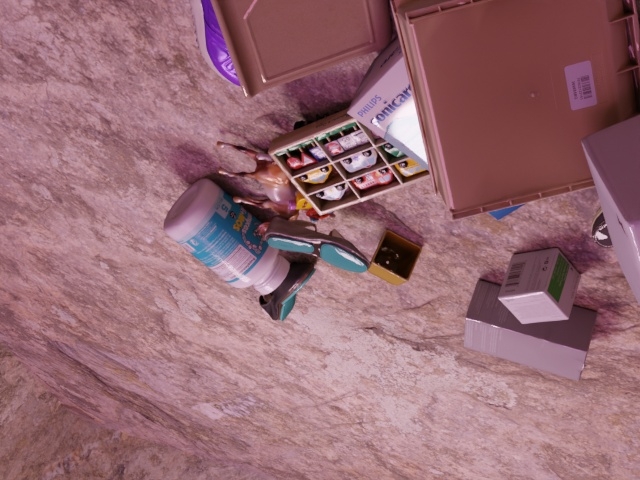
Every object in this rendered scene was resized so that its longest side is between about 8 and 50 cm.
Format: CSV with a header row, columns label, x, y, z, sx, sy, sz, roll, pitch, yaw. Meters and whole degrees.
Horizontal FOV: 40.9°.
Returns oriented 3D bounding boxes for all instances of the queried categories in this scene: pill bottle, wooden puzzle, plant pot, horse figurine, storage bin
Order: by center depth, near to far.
label,x,y,z,sx,sy,sz,roll,pitch,yaw
storage bin,0.244,-0.189,1.039,0.261,0.123,0.262,-14,111,5
wooden puzzle,-0.023,-0.321,1.167,0.239,0.044,0.221,-24,141,-5
horse figurine,-0.101,-0.102,1.660,0.175,0.066,0.263,11,146,25
plant pot,0.138,0.042,1.689,0.082,0.081,0.083,28,154,-3
pill bottle,-0.189,0.001,1.804,0.264,0.146,0.146,41,146,-24

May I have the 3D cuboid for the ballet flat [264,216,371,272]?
label,x,y,z,sx,sy,sz,roll,pitch,yaw
ballet flat,0.000,0.000,1.655,0.213,0.068,0.072,16,146,3

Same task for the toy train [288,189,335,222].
label,x,y,z,sx,sy,sz,roll,pitch,yaw
toy train,0.011,-0.087,1.619,0.125,0.046,0.166,7,155,-39

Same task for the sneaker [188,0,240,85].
label,x,y,z,sx,sy,sz,roll,pitch,yaw
sneaker,-0.111,-0.323,1.258,0.146,0.102,0.293,32,156,32

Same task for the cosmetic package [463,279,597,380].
label,x,y,z,sx,sy,sz,roll,pitch,yaw
cosmetic package,0.405,0.175,1.668,0.238,0.107,0.127,14,147,15

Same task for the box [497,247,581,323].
label,x,y,z,sx,sy,sz,roll,pitch,yaw
box,0.392,0.083,1.534,0.102,0.101,0.087,-12,133,46

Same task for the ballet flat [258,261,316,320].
label,x,y,z,sx,sy,sz,roll,pitch,yaw
ballet flat,-0.092,0.107,1.948,0.096,0.095,0.280,38,150,4

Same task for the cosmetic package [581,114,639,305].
label,x,y,z,sx,sy,sz,roll,pitch,yaw
cosmetic package,0.547,-0.075,0.929,0.454,0.161,0.230,-21,132,12

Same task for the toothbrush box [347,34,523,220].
label,x,y,z,sx,sy,sz,roll,pitch,yaw
toothbrush box,0.223,-0.190,1.224,0.296,0.126,0.216,32,148,-12

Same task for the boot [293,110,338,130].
label,x,y,z,sx,sy,sz,roll,pitch,yaw
boot,0.018,-0.172,1.491,0.099,0.045,0.121,-3,141,31

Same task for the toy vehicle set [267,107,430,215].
label,x,y,z,sx,sy,sz,roll,pitch,yaw
toy vehicle set,0.065,-0.144,1.437,0.267,0.035,0.166,-18,130,31

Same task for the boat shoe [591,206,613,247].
label,x,y,z,sx,sy,sz,roll,pitch,yaw
boat shoe,0.493,-0.033,1.311,0.080,0.073,0.223,34,148,-12
